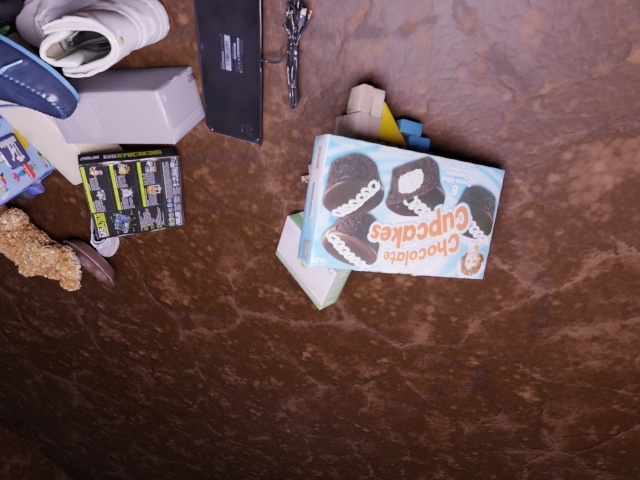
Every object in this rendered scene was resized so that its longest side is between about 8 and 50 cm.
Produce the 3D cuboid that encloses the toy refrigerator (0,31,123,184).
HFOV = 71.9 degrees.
[{"bbox_3d":[-0.529,-0.247,0.860,0.102,0.094,0.270,-10,131,31],"label":"toy refrigerator"}]

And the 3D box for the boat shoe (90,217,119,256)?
[{"bbox_3d":[-0.538,-0.014,1.091,0.066,0.063,0.184,29,131,-7],"label":"boat shoe"}]

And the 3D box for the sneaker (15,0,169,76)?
[{"bbox_3d":[-0.415,-0.338,0.710,0.292,0.169,0.108,5,132,18],"label":"sneaker"}]

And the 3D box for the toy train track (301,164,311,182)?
[{"bbox_3d":[-0.004,-0.123,0.833,0.083,0.014,0.048,-6,94,33],"label":"toy train track"}]

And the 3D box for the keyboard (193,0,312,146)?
[{"bbox_3d":[-0.112,-0.304,0.728,0.201,0.033,0.317,18,133,12],"label":"keyboard"}]

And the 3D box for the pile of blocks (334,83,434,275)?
[{"bbox_3d":[0.139,-0.105,0.779,0.362,0.148,0.112,63,164,-20],"label":"pile of blocks"}]

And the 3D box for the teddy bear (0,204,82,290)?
[{"bbox_3d":[-0.762,0.017,1.132,0.338,0.113,0.245,45,146,-20],"label":"teddy bear"}]

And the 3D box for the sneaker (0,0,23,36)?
[{"bbox_3d":[-0.611,-0.530,0.617,0.202,0.185,0.483,-1,139,21],"label":"sneaker"}]

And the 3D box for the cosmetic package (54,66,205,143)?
[{"bbox_3d":[-0.347,-0.243,0.794,0.237,0.127,0.107,7,130,15],"label":"cosmetic package"}]

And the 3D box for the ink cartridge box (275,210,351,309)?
[{"bbox_3d":[0.000,0.000,0.870,0.171,0.056,0.235,50,140,27],"label":"ink cartridge box"}]

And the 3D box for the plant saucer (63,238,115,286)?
[{"bbox_3d":[-0.601,0.054,1.162,0.168,0.029,0.169,28,149,19],"label":"plant saucer"}]

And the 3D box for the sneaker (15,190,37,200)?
[{"bbox_3d":[-0.826,-0.139,1.016,0.281,0.163,0.106,27,132,-4],"label":"sneaker"}]

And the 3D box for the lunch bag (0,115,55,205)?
[{"bbox_3d":[-0.667,-0.207,0.867,0.138,0.221,0.293,-13,123,27],"label":"lunch bag"}]

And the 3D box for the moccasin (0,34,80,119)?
[{"bbox_3d":[-0.552,-0.257,0.676,0.341,0.117,0.138,22,157,-2],"label":"moccasin"}]

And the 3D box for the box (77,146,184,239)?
[{"bbox_3d":[-0.384,-0.097,0.917,0.184,0.045,0.191,-10,135,-20],"label":"box"}]

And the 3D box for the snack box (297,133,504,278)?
[{"bbox_3d":[0.133,-0.043,0.691,0.321,0.060,0.187,5,99,-24],"label":"snack box"}]
